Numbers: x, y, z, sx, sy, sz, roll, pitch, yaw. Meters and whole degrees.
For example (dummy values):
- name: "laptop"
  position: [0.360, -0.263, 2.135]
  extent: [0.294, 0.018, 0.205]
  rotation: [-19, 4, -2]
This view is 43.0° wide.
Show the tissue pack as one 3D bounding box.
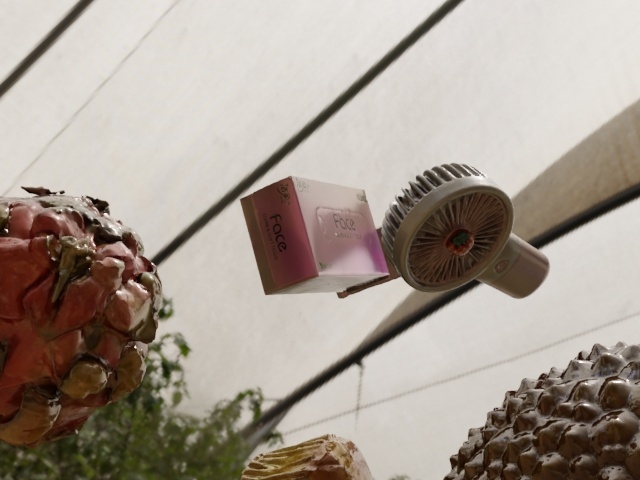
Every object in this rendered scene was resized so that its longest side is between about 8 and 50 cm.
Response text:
- name: "tissue pack"
  position: [0.000, 0.000, 1.185]
  extent: [0.246, 0.092, 0.149]
  rotation: [3, 69, -63]

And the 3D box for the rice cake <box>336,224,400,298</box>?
- name: "rice cake"
  position: [0.153, 0.010, 1.449]
  extent: [0.050, 0.297, 0.106]
  rotation: [-59, 129, -75]

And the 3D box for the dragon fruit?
- name: "dragon fruit"
  position: [-0.302, 0.095, 0.865]
  extent: [0.262, 0.314, 0.296]
  rotation: [9, -72, 43]

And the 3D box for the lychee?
- name: "lychee"
  position: [0.210, 0.193, 0.554]
  extent: [0.267, 0.267, 0.267]
  rotation: [37, -17, 13]

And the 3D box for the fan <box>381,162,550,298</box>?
- name: "fan"
  position: [0.164, 0.005, 0.842]
  extent: [0.244, 0.130, 0.074]
  rotation: [24, 21, -42]

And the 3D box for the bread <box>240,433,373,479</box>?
- name: "bread"
  position: [0.009, 0.430, 1.170]
  extent: [0.156, 0.288, 0.204]
  rotation: [-19, -17, 27]
